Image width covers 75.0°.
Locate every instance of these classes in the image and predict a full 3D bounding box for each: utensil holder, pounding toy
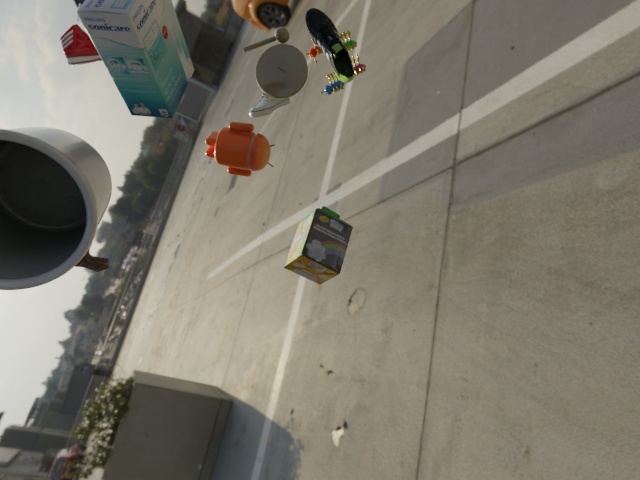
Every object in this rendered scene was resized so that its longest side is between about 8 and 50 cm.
[{"bbox_3d":[-0.683,-0.106,0.992,0.327,0.328,0.385,-66,24,8],"label":"utensil holder"},{"bbox_3d":[-0.136,-0.596,1.460,0.183,0.236,0.110,-27,-5,9],"label":"pounding toy"}]

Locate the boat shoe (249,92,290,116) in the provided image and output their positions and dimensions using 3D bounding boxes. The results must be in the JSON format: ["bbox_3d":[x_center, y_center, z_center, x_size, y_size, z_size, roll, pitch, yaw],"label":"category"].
[{"bbox_3d":[-0.207,-0.552,1.645,0.226,0.083,0.075,-46,-43,-45],"label":"boat shoe"}]

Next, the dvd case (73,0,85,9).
[{"bbox_3d":[-0.735,-0.829,1.342,0.221,0.165,0.018,59,151,8],"label":"dvd case"}]

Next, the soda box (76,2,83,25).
[{"bbox_3d":[-0.655,-0.677,1.309,0.063,0.183,0.058,36,114,33],"label":"soda box"}]

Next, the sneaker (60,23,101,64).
[{"bbox_3d":[-0.803,-0.706,1.479,0.087,0.222,0.127,36,142,57],"label":"sneaker"}]

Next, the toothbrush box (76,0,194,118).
[{"bbox_3d":[-0.448,-0.498,1.062,0.295,0.126,0.216,86,-169,-58],"label":"toothbrush box"}]

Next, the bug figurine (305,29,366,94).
[{"bbox_3d":[0.069,-0.729,1.720,0.072,0.217,0.278,51,-161,-76],"label":"bug figurine"}]

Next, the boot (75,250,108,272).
[{"bbox_3d":[-0.689,0.048,1.278,0.106,0.114,0.037,-47,57,8],"label":"boot"}]

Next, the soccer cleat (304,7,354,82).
[{"bbox_3d":[0.027,-0.441,0.937,0.060,0.178,0.072,-33,15,2],"label":"soccer cleat"}]

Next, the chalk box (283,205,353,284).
[{"bbox_3d":[0.000,0.000,1.245,0.132,0.133,0.212,-37,30,55],"label":"chalk box"}]

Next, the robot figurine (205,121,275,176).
[{"bbox_3d":[-0.258,-0.293,1.353,0.128,0.220,0.157,-8,-71,-89],"label":"robot figurine"}]
